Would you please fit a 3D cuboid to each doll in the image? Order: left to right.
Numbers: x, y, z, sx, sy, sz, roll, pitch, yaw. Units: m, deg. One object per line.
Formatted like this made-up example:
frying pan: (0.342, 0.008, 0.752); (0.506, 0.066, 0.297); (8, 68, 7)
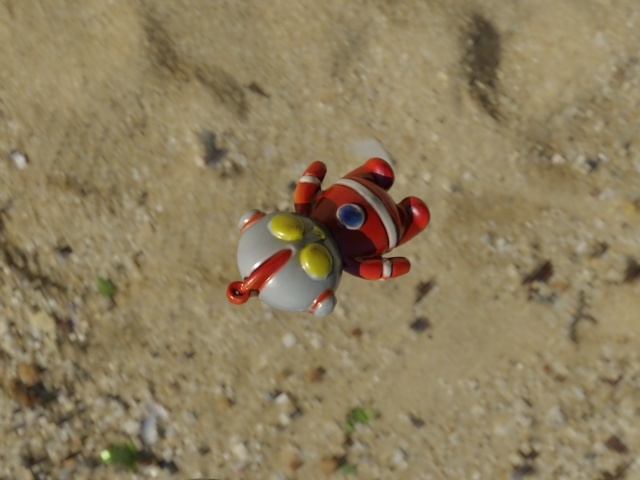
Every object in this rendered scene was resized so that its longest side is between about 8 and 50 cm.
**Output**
doll: (0.000, 0.000, 1.503); (0.245, 0.142, 0.076); (-29, 162, -41)

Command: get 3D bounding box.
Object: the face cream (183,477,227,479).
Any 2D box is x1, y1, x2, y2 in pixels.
face cream: (-0.096, 0.310, 0.988); (0.102, 0.102, 0.345); (7, 103, -29)
